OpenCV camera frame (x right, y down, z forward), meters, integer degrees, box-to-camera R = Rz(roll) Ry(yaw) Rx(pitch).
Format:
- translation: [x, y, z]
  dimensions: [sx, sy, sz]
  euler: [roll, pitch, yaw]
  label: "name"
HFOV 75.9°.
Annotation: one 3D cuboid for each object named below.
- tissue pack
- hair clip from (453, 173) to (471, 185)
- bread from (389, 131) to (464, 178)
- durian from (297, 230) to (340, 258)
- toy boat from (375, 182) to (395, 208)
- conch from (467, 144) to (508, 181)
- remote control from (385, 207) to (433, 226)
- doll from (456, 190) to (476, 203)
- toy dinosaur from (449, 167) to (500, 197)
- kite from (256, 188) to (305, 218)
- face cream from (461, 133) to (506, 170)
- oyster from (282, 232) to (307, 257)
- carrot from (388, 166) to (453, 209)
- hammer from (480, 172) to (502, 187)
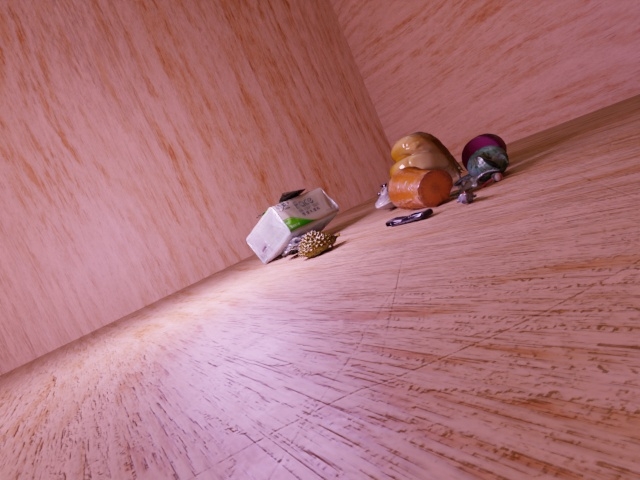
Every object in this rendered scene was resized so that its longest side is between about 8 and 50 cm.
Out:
- translation: [-0.149, -0.085, 2.207]
  dimensions: [0.405, 0.205, 0.331]
  euler: [-27, -16, -45]
  label: "tissue pack"
- translation: [0.657, -0.275, 1.834]
  dimensions: [0.066, 0.036, 0.229]
  euler: [-31, 6, -5]
  label: "hair clip"
- translation: [0.496, -0.379, 1.919]
  dimensions: [0.329, 0.245, 0.424]
  euler: [6, 11, 29]
  label: "bread"
- translation: [0.000, 0.000, 1.654]
  dimensions: [0.208, 0.102, 0.146]
  euler: [-22, -2, -28]
  label: "durian"
- translation: [0.382, -0.234, 2.143]
  dimensions: [0.270, 0.140, 0.141]
  euler: [-9, -7, -44]
  label: "toy boat"
- translation: [0.659, -0.297, 1.603]
  dimensions: [0.188, 0.121, 0.176]
  euler: [-29, 28, -28]
  label: "conch"
- translation: [0.307, -0.078, 1.442]
  dimensions: [0.059, 0.028, 0.212]
  euler: [-28, 7, -27]
  label: "remote control"
- translation: [0.457, -0.133, 1.290]
  dimensions: [0.057, 0.039, 0.114]
  euler: [13, 6, 21]
  label: "doll"
- translation: [0.560, -0.213, 1.499]
  dimensions: [0.082, 0.039, 0.209]
  euler: [-25, -7, -45]
  label: "toy dinosaur"
- translation: [-0.202, -0.190, 2.143]
  dimensions: [0.314, 0.011, 0.335]
  euler: [-33, -7, -19]
  label: "kite"
- translation: [0.747, -0.394, 1.865]
  dimensions: [0.175, 0.175, 0.195]
  euler: [-20, 6, 35]
  label: "face cream"
- translation: [-0.092, 0.022, 1.947]
  dimensions: [0.252, 0.087, 0.199]
  euler: [-34, 0, -35]
  label: "oyster"
- translation: [0.402, -0.196, 1.623]
  dimensions: [0.196, 0.195, 0.254]
  euler: [-24, 16, -6]
  label: "carrot"
- translation: [0.616, -0.216, 1.489]
  dimensions: [0.083, 0.031, 0.052]
  euler: [-34, 1, 3]
  label: "hammer"
